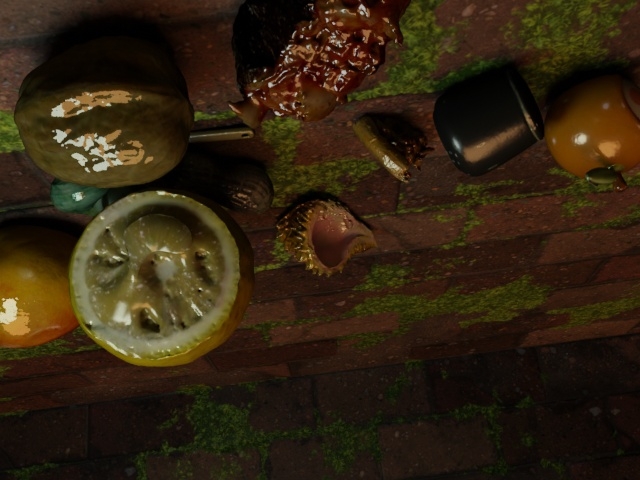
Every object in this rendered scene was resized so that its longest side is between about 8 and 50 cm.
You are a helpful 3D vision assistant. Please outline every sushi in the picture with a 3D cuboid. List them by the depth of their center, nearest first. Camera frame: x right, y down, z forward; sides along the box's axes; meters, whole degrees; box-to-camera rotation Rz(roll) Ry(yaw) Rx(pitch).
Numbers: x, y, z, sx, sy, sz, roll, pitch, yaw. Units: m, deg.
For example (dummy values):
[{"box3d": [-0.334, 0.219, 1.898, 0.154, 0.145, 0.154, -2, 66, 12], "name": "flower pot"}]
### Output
[{"box3d": [-0.020, -0.297, 1.017, 0.196, 0.181, 0.343, 14, 145, -25], "name": "sushi"}]

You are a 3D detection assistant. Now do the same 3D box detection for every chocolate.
[{"box3d": [-0.202, -0.118, 1.437, 0.248, 0.110, 0.110, 12, 149, -36], "name": "chocolate"}]

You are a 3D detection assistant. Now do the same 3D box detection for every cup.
[{"box3d": [0.318, -0.226, 1.315, 0.177, 0.169, 0.223, -28, -176, 23], "name": "cup"}]

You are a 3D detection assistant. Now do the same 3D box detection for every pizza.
[{"box3d": [0.165, -0.192, 1.394, 0.194, 0.154, 0.069, -18, 149, -51], "name": "pizza"}]

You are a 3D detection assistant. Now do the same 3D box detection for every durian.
[{"box3d": [-0.014, -0.003, 1.751, 0.196, 0.185, 0.305, 5, 173, 33], "name": "durian"}]

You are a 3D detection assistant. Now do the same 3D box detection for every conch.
[{"box3d": [-0.437, -0.112, 1.365, 0.176, 0.122, 0.188, -22, 160, -11], "name": "conch"}]

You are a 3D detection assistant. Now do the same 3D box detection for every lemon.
[{"box3d": [-0.295, 0.073, 1.363, 0.364, 0.364, 0.364, -6, 155, -3], "name": "lemon"}]

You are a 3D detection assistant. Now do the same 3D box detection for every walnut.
[{"box3d": [-0.336, -0.194, 1.090, 0.283, 0.227, 0.283, -6, 167, -1], "name": "walnut"}]

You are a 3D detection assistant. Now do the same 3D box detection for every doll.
[{"box3d": [0.536, -0.186, 1.337, 0.213, 0.236, 0.213, -3, 157, -1], "name": "doll"}]

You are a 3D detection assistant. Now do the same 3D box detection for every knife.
[{"box3d": [-0.274, -0.200, 1.343, 0.298, 0.017, 0.047, -5, 153, 4], "name": "knife"}]

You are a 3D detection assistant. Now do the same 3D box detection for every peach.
[{"box3d": [-0.643, 0.107, 1.593, 0.289, 0.289, 0.308, -23, 144, 30], "name": "peach"}]
